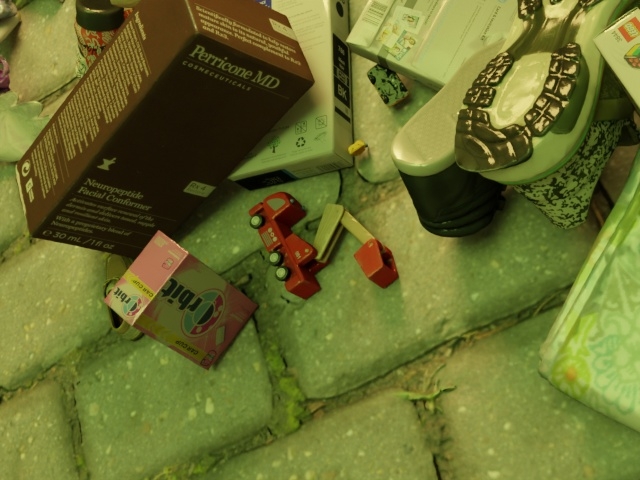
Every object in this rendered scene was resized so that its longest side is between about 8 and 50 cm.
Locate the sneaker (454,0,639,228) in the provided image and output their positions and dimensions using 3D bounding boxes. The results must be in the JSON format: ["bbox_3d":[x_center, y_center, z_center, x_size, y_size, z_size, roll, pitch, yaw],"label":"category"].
[{"bbox_3d":[0.289,-0.184,1.053,0.158,0.182,0.410,10,60,48],"label":"sneaker"}]

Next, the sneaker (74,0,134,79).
[{"bbox_3d":[-0.323,-0.340,1.518,0.090,0.145,0.270,6,37,-6],"label":"sneaker"}]

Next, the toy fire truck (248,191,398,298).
[{"bbox_3d":[0.000,0.000,1.240,0.135,0.047,0.192,-36,58,14],"label":"toy fire truck"}]

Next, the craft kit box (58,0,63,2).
[{"bbox_3d":[-0.477,-0.553,1.709,0.246,0.061,0.250,24,87,31],"label":"craft kit box"}]

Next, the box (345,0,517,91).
[{"bbox_3d":[0.147,-0.264,1.220,0.186,0.038,0.145,27,87,17],"label":"box"}]

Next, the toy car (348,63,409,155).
[{"bbox_3d":[0.063,-0.167,1.265,0.060,0.040,0.122,41,93,13],"label":"toy car"}]

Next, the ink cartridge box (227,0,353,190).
[{"bbox_3d":[-0.043,-0.243,1.340,0.165,0.065,0.332,-11,70,28],"label":"ink cartridge box"}]

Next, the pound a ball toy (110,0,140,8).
[{"bbox_3d":[-0.204,-0.429,1.416,0.136,0.208,0.319,3,72,0],"label":"pound a ball toy"}]

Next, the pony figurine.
[{"bbox_3d":[-0.600,-0.257,1.569,0.351,0.303,0.363,-17,43,22],"label":"pony figurine"}]

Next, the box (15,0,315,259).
[{"bbox_3d":[-0.207,-0.146,1.269,0.381,0.191,0.143,-45,50,29],"label":"box"}]

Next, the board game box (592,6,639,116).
[{"bbox_3d":[0.354,-0.041,0.856,0.053,0.193,0.305,-34,60,17],"label":"board game box"}]

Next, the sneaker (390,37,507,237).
[{"bbox_3d":[0.196,-0.119,1.143,0.104,0.147,0.296,28,58,36],"label":"sneaker"}]

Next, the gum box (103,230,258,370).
[{"bbox_3d":[-0.165,0.080,1.229,0.062,0.188,0.107,34,84,35],"label":"gum box"}]

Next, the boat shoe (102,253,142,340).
[{"bbox_3d":[-0.277,0.071,1.377,0.050,0.045,0.135,-30,61,18],"label":"boat shoe"}]

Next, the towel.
[{"bbox_3d":[0.427,0.068,0.948,0.374,0.090,0.320,26,90,34],"label":"towel"}]
